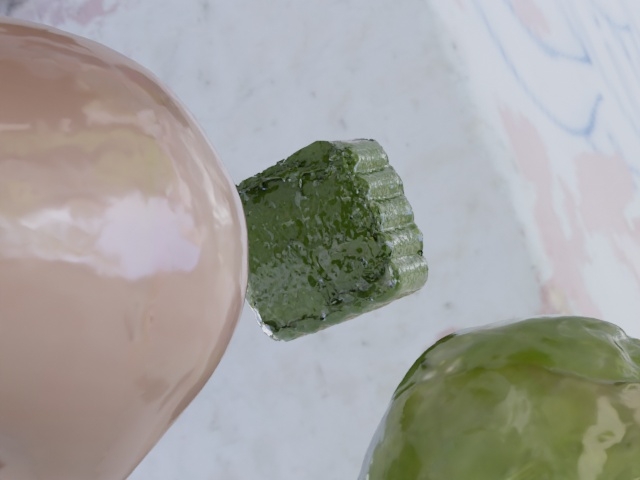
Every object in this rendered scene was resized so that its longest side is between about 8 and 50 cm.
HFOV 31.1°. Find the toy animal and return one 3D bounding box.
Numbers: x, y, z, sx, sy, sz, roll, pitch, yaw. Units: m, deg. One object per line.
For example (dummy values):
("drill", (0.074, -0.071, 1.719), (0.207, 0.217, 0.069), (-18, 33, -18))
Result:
("toy animal", (-0.173, -0.037, 0.392), (0.326, 0.269, 0.237), (12, -177, -27))

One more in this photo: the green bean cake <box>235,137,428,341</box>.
("green bean cake", (0.000, 0.000, 1.313), (0.214, 0.200, 0.113), (-27, 169, 27))

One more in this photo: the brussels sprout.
("brussels sprout", (0.174, 0.204, 0.900), (0.328, 0.328, 0.247), (-18, 143, -16))
